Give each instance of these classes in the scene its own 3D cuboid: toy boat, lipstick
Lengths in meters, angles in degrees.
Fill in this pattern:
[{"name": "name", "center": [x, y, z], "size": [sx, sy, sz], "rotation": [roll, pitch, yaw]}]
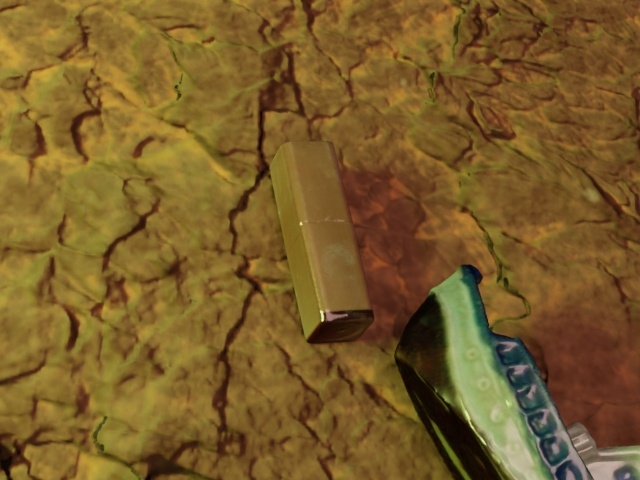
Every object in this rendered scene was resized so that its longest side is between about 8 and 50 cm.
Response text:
[{"name": "toy boat", "center": [0.150, 0.132, 0.887], "size": [0.115, 0.114, 0.262], "rotation": [-27, 71, -17]}, {"name": "lipstick", "center": [0.000, 0.000, 0.948], "size": [0.045, 0.045, 0.145], "rotation": [-4, 65, -20]}]
